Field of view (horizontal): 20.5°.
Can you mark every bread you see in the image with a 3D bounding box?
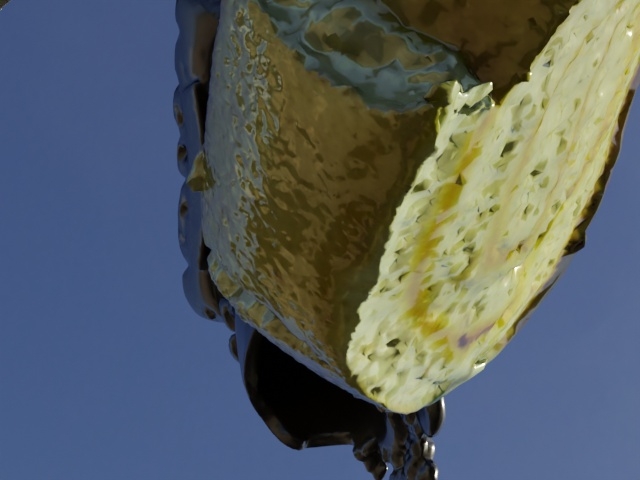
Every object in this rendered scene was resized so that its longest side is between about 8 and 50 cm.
[{"bbox_3d":[0.035,-0.043,0.681,0.124,0.186,0.257,35,-47,23],"label":"bread"}]

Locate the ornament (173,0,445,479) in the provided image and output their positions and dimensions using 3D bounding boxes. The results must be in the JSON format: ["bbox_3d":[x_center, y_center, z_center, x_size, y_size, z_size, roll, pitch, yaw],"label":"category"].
[{"bbox_3d":[0.000,0.000,0.939,0.106,0.260,0.251,-8,-65,-14],"label":"ornament"}]

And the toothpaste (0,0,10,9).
[{"bbox_3d":[-0.155,-0.222,1.137,0.196,0.047,0.040,-36,-53,15],"label":"toothpaste"}]
